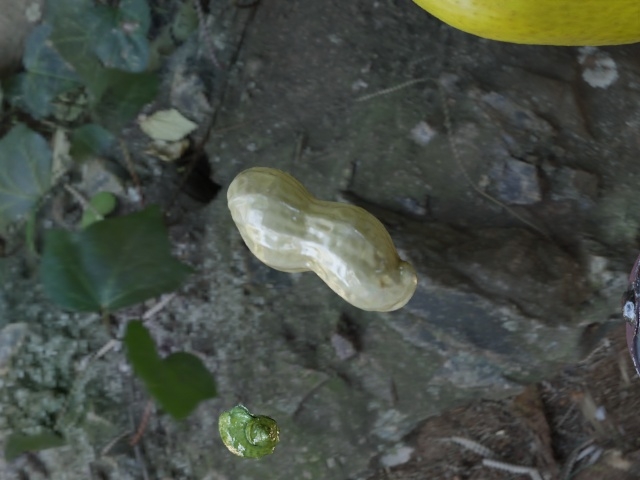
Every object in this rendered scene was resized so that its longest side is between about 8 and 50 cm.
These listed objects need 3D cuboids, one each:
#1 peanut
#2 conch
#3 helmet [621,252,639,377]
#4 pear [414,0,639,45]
[{"bbox_3d":[0.000,0.000,0.925,0.187,0.082,0.082,25,102,6],"label":"peanut"},{"bbox_3d":[-0.111,0.279,1.557,0.121,0.074,0.089,-4,116,56],"label":"conch"},{"bbox_3d":[0.526,0.092,1.381,0.271,0.197,0.338,-13,95,6],"label":"helmet"},{"bbox_3d":[0.182,-0.340,0.850,0.418,0.362,0.362,40,109,2],"label":"pear"}]
